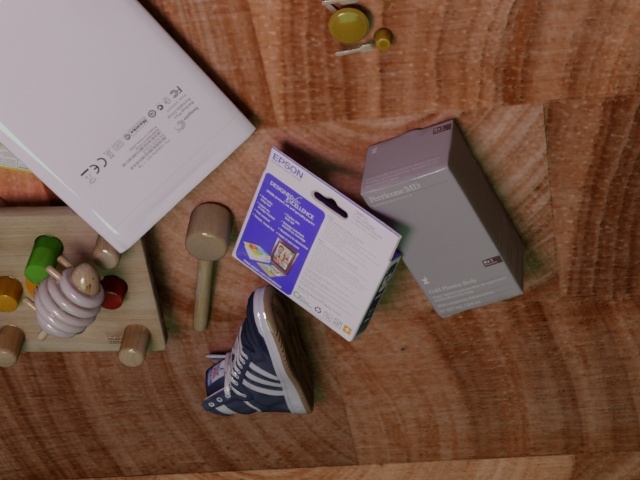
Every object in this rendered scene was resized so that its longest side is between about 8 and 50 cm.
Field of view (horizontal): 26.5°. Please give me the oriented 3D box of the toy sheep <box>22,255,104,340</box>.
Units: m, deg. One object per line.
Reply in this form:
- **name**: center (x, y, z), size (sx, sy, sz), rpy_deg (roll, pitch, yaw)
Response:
- **toy sheep**: center (-0.322, 0.078, 1.717), size (0.091, 0.091, 0.132), rpy_deg (30, 120, -19)

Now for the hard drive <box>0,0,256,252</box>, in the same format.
- **hard drive**: center (-0.276, -0.178, 1.619), size (0.233, 0.047, 0.353), rpy_deg (-42, 120, 2)

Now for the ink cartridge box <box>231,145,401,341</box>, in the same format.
- **ink cartridge box**: center (0.000, 0.000, 1.752), size (0.206, 0.045, 0.208), rpy_deg (36, 134, 13)

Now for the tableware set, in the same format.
- **tableware set**: center (0.052, -0.286, 1.569), size (0.104, 0.024, 0.154), rpy_deg (-8, 129, 9)

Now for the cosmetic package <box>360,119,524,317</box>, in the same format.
- **cosmetic package**: center (0.159, -0.026, 1.732), size (0.127, 0.107, 0.238), rpy_deg (-19, 130, 25)

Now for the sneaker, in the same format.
- **sneaker**: center (-0.106, 0.164, 1.911), size (0.153, 0.099, 0.282), rpy_deg (-4, 144, 10)

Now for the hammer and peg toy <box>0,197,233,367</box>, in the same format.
- **hammer and peg toy**: center (-0.295, 0.062, 1.840), size (0.361, 0.127, 0.266), rpy_deg (0, 131, 6)

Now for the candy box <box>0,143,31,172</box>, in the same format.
- **candy box**: center (-0.423, -0.141, 1.742), size (0.206, 0.027, 0.105), rpy_deg (10, 134, -2)
